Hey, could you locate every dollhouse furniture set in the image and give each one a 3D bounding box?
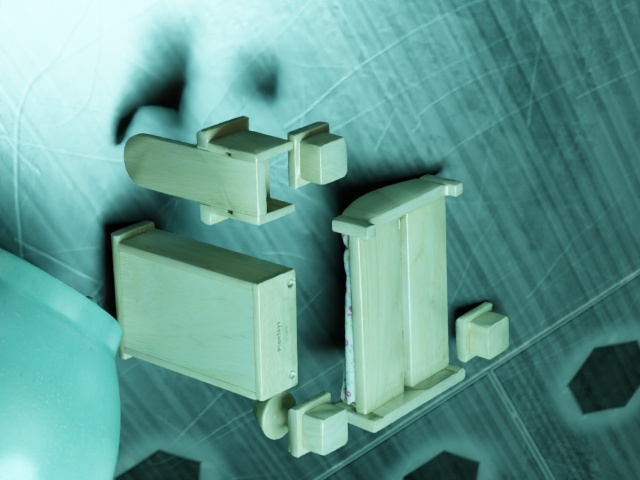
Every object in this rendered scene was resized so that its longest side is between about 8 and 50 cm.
[{"bbox_3d":[0.000,0.000,1.694,0.355,0.173,0.303,-24,120,-45],"label":"dollhouse furniture set"}]

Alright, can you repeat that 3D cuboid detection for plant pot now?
[{"bbox_3d":[-0.276,0.112,1.516,0.293,0.293,0.196,38,75,-37],"label":"plant pot"}]
